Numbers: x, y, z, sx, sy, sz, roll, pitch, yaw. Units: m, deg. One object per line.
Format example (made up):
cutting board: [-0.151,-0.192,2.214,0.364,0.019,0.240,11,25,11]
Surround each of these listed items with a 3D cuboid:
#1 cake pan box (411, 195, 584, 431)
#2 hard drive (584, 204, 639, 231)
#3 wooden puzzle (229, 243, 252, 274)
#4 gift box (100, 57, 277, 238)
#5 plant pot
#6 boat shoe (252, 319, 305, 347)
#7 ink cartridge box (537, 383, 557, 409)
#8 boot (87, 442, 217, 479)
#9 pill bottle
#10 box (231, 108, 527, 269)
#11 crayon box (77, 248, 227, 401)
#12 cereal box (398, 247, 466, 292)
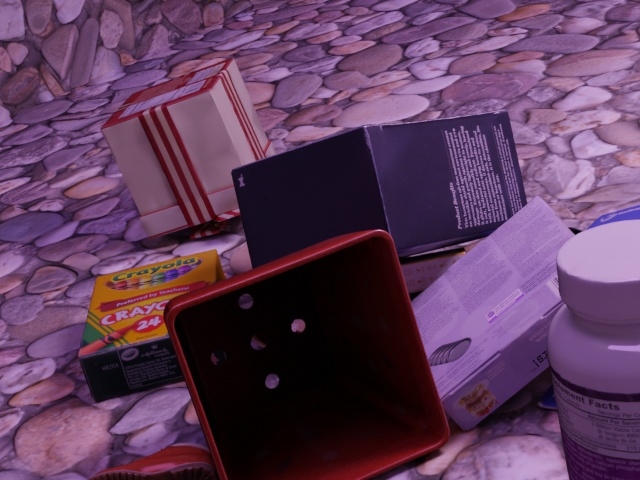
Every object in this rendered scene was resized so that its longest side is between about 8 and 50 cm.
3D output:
cake pan box: [0.232,0.079,1.454,0.267,0.070,0.245,-41,24,6]
hard drive: [0.383,0.032,1.559,0.210,0.040,0.319,-19,14,49]
wooden puzzle: [0.000,0.000,1.937,0.221,0.044,0.239,6,35,38]
gift box: [-0.209,-0.158,2.122,0.276,0.258,0.255,-14,22,19]
plant pot: [-0.044,0.142,1.391,0.267,0.267,0.236,-21,12,-16]
boat shoe: [-0.039,0.140,1.614,0.059,0.063,0.170,-29,18,-26]
ink cartridge box: [0.466,0.107,1.397,0.330,0.071,0.324,4,29,32]
boot: [-0.201,0.280,1.393,0.158,0.059,0.084,-6,20,-3]
pill bottle: [0.307,0.140,1.110,0.169,0.301,0.169,-11,23,5]
box: [0.084,-0.061,1.678,0.294,0.182,0.296,-10,-2,-41]
crayon box: [-0.244,0.109,1.767,0.202,0.081,0.318,-14,23,0]
cereal box: [0.093,0.056,1.675,0.240,0.047,0.173,-12,1,7]
